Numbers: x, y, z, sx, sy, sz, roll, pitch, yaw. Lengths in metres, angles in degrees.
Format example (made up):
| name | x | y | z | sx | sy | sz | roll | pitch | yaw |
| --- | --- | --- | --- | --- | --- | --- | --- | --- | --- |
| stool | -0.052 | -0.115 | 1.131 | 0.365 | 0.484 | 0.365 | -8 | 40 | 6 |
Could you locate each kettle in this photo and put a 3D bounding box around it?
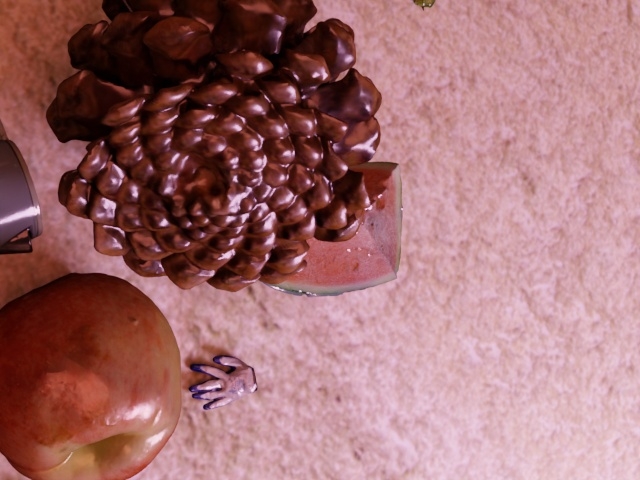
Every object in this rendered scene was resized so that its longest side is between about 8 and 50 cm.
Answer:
| name | x | y | z | sx | sy | sz | roll | pitch | yaw |
| --- | --- | --- | --- | --- | --- | --- | --- | --- | --- |
| kettle | -0.443 | -0.048 | 1.288 | 0.243 | 0.160 | 0.210 | -20 | 71 | -24 |

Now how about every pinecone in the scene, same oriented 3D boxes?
| name | x | y | z | sx | sy | sz | roll | pitch | yaw |
| --- | --- | --- | --- | --- | --- | --- | --- | --- | --- |
| pinecone | -0.114 | -0.154 | 1.306 | 0.384 | 0.384 | 0.384 | -2 | 94 | -20 |

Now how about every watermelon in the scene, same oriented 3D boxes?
| name | x | y | z | sx | sy | sz | roll | pitch | yaw |
| --- | --- | --- | --- | --- | --- | --- | --- | --- | --- |
| watermelon | 0.000 | 0.002 | 1.472 | 0.231 | 0.128 | 0.146 | -13 | 126 | -1 |

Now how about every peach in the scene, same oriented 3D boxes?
| name | x | y | z | sx | sy | sz | roll | pitch | yaw |
| --- | --- | --- | --- | --- | --- | --- | --- | --- | --- |
| peach | -0.267 | 0.138 | 1.318 | 0.232 | 0.256 | 0.232 | -13 | 141 | -11 |

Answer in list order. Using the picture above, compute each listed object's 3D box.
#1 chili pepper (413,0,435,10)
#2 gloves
| name | x | y | z | sx | sy | sz | roll | pitch | yaw |
| --- | --- | --- | --- | --- | --- | --- | --- | --- | --- |
| chili pepper | 0.135 | -0.339 | 1.526 | 0.034 | 0.030 | 0.091 | -1 | 92 | 5 |
| gloves | -0.122 | 0.172 | 1.469 | 0.086 | 0.026 | 0.064 | -15 | 97 | -14 |
